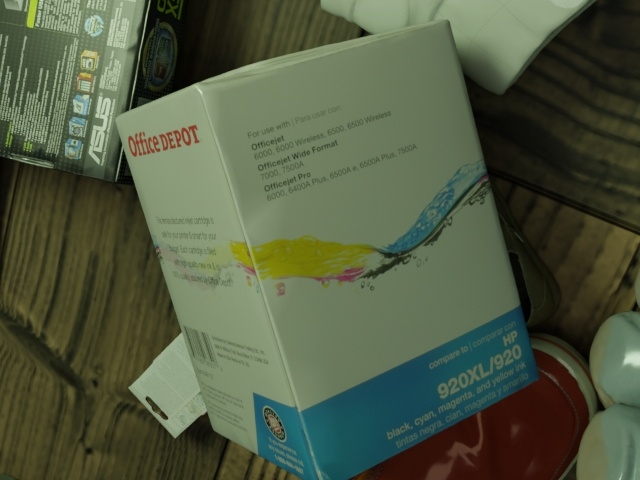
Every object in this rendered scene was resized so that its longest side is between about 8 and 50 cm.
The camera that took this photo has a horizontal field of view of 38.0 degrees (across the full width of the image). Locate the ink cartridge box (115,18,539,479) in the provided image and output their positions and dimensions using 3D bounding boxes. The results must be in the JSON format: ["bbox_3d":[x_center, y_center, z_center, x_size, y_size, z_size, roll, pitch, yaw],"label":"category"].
[{"bbox_3d":[0.000,0.000,0.591,0.171,0.168,0.233,4,113,63],"label":"ink cartridge box"}]

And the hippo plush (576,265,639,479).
[{"bbox_3d":[0.320,0.101,0.549,0.236,0.234,0.294,25,115,-16],"label":"hippo plush"}]

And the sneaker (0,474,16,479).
[{"bbox_3d":[-0.357,0.252,0.891,0.152,0.053,0.061,9,111,17],"label":"sneaker"}]

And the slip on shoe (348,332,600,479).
[{"bbox_3d":[0.073,0.194,0.692,0.123,0.101,0.331,48,113,4],"label":"slip on shoe"}]

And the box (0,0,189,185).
[{"bbox_3d":[-0.202,-0.192,0.670,0.216,0.060,0.270,13,95,17],"label":"box"}]

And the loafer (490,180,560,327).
[{"bbox_3d":[0.113,0.001,0.648,0.056,0.050,0.148,-42,89,25],"label":"loafer"}]

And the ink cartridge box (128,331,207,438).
[{"bbox_3d":[-0.101,0.107,0.769,0.063,0.029,0.115,47,116,2],"label":"ink cartridge box"}]

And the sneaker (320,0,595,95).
[{"bbox_3d":[0.132,-0.232,0.551,0.169,0.108,0.293,31,123,7],"label":"sneaker"}]
